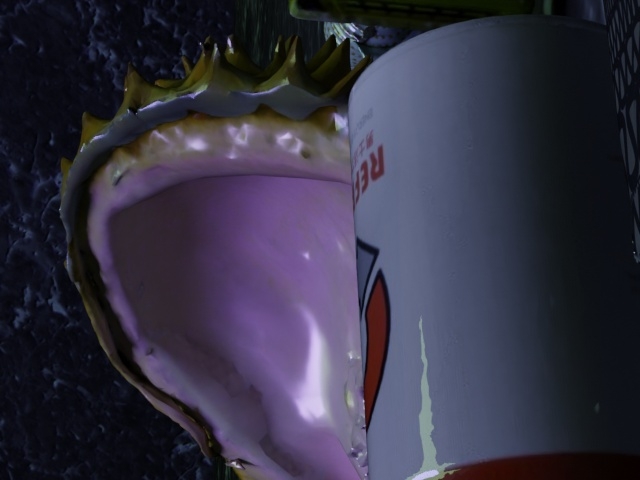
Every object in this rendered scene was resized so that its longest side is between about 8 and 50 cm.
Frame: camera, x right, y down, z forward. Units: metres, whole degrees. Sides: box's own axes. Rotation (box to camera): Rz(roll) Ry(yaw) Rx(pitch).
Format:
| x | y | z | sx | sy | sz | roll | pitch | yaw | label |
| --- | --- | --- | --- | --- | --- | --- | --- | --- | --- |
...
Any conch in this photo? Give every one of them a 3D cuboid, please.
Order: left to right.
| x | y | z | sx | sy | sz | roll | pitch | yaw | label |
| --- | --- | --- | --- | --- | --- | --- | --- | --- | --- |
| 0.037 | -0.092 | 0.925 | 0.085 | 0.057 | 0.076 | 55 | -169 | -67 | conch |

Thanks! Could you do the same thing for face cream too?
| x | y | z | sx | sy | sz | roll | pitch | yaw | label |
| --- | --- | --- | --- | --- | --- | --- | --- | --- | --- |
| 0.060 | 0.052 | 0.514 | 0.096 | 0.096 | 0.214 | 104 | 165 | -64 | face cream |

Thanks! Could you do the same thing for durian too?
| x | y | z | sx | sy | sz | roll | pitch | yaw | label |
| --- | --- | --- | --- | --- | --- | --- | --- | --- | --- |
| -0.011 | 0.006 | 0.759 | 0.305 | 0.196 | 0.185 | 96 | 178 | -54 | durian |

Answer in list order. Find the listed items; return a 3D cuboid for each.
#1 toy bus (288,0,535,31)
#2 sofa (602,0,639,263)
| x | y | z | sx | sy | sz | roll | pitch | yaw | label |
| --- | --- | --- | --- | --- | --- | --- | --- | --- | --- |
| 0.036 | -0.228 | 0.737 | 0.139 | 0.113 | 0.301 | 105 | 166 | -51 | toy bus |
| 0.093 | -0.055 | 0.400 | 0.039 | 0.060 | 0.118 | 91 | 177 | -68 | sofa |
